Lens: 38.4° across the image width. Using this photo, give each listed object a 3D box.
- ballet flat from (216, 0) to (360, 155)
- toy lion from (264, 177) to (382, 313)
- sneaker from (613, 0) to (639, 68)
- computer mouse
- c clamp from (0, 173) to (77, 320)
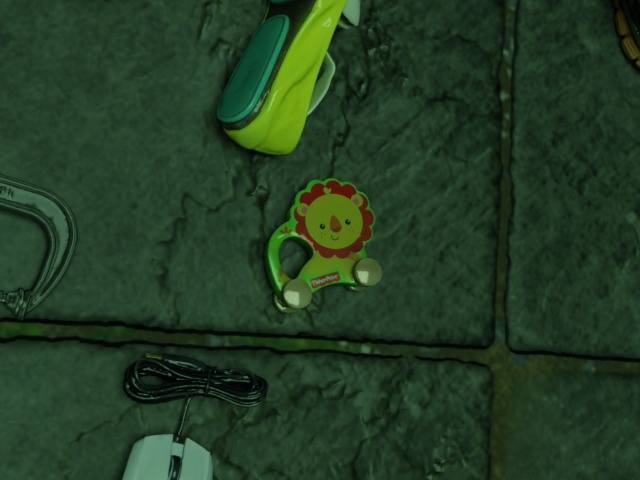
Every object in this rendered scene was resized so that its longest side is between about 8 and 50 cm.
[{"bbox_3d":[-0.010,-0.172,0.734,0.077,0.077,0.231,30,77,-38],"label":"ballet flat"},{"bbox_3d":[0.000,0.000,0.737,0.100,0.034,0.096,-17,84,-21],"label":"toy lion"},{"bbox_3d":[0.304,-0.267,0.851,0.084,0.083,0.214,-26,93,-20],"label":"sneaker"},{"bbox_3d":[-0.109,0.180,0.668,0.106,0.042,0.193,17,79,-20],"label":"computer mouse"},{"bbox_3d":[-0.257,0.011,0.643,0.161,0.022,0.137,12,75,-18],"label":"c clamp"}]
